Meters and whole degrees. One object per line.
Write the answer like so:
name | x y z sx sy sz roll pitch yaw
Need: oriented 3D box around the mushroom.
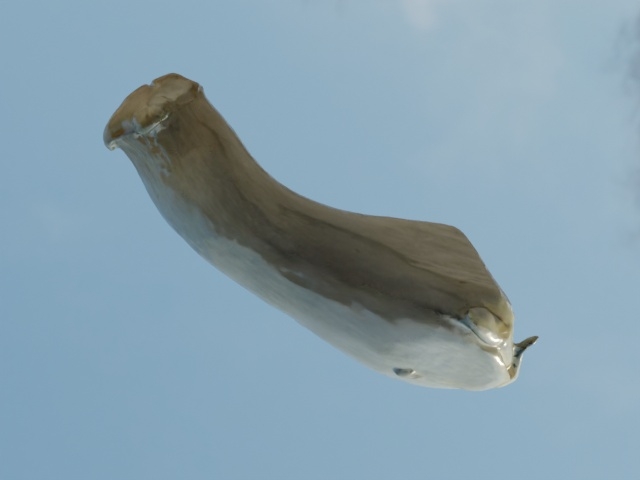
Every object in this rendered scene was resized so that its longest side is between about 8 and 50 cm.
mushroom | 0.000 0.003 1.107 0.278 0.096 0.099 29 178 -7
